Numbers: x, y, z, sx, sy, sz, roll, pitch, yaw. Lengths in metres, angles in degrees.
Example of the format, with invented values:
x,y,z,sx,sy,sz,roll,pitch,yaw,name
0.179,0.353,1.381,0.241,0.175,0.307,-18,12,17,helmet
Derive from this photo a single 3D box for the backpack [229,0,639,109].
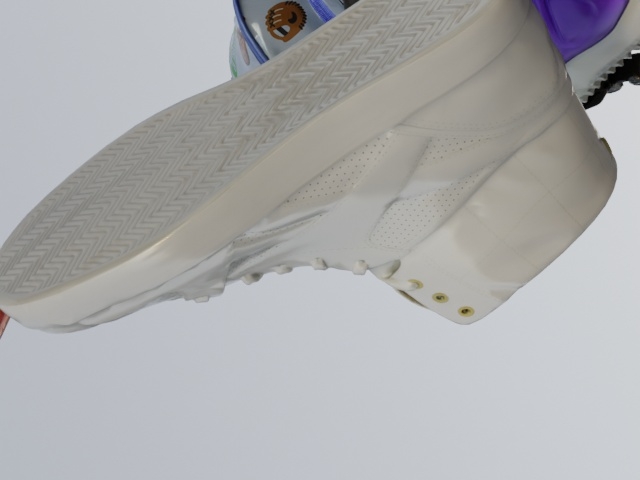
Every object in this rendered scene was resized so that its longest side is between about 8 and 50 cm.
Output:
x,y,z,sx,sy,sz,roll,pitch,yaw,name
0.070,-0.163,1.372,0.276,0.263,0.213,42,166,17,backpack

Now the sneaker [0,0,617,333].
x,y,z,sx,sy,sz,roll,pitch,yaw,name
0.000,0.000,0.922,0.169,0.292,0.108,52,-163,-36,sneaker

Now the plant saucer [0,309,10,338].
x,y,z,sx,sy,sz,roll,pitch,yaw,name
-0.350,0.077,1.360,0.259,0.258,0.047,32,-163,18,plant saucer

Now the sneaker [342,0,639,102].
x,y,z,sx,sy,sz,roll,pitch,yaw,name
0.085,-0.135,0.991,0.293,0.146,0.102,116,158,-66,sneaker
